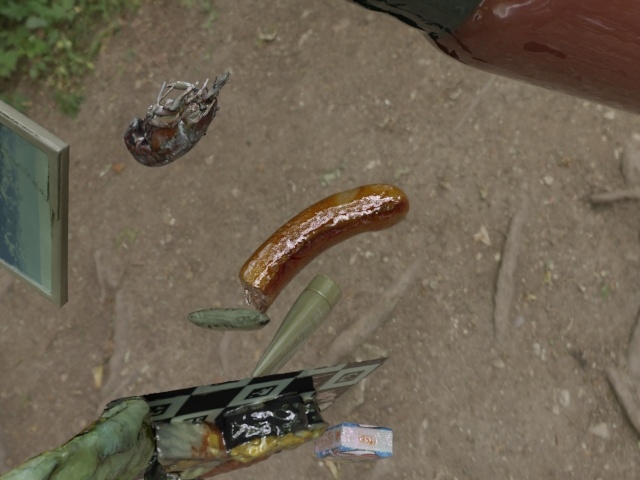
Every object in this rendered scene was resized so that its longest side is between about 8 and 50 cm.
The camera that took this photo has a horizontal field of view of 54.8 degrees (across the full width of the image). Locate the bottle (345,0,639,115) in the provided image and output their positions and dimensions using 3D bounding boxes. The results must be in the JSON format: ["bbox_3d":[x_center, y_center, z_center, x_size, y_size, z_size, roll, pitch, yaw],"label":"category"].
[{"bbox_3d":[0.154,-0.147,0.348,0.336,0.144,0.144,7,39,-20],"label":"bottle"}]

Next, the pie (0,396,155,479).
[{"bbox_3d":[-0.245,0.242,0.474,0.067,0.302,0.302,43,74,8],"label":"pie"}]

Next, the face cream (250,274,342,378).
[{"bbox_3d":[-0.070,0.217,1.377,0.084,0.137,0.341,33,55,9],"label":"face cream"}]

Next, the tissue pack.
[{"bbox_3d":[0.064,0.417,1.262,0.115,0.155,0.065,11,64,-17],"label":"tissue pack"}]

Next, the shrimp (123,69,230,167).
[{"bbox_3d":[-0.142,-0.127,0.626,0.165,0.065,0.056,-36,-6,31],"label":"shrimp"}]

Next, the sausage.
[{"bbox_3d":[-0.002,-0.004,0.957,0.302,0.076,0.103,-34,72,-7],"label":"sausage"}]

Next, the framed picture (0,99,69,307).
[{"bbox_3d":[-0.437,-0.069,0.821,0.247,0.335,0.022,33,47,5],"label":"framed picture"}]

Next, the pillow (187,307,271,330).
[{"bbox_3d":[-0.187,0.174,1.357,0.241,0.093,0.051,-7,74,38],"label":"pillow"}]

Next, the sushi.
[{"bbox_3d":[-0.123,0.267,0.764,0.359,0.343,0.064,-50,52,44],"label":"sushi"}]
